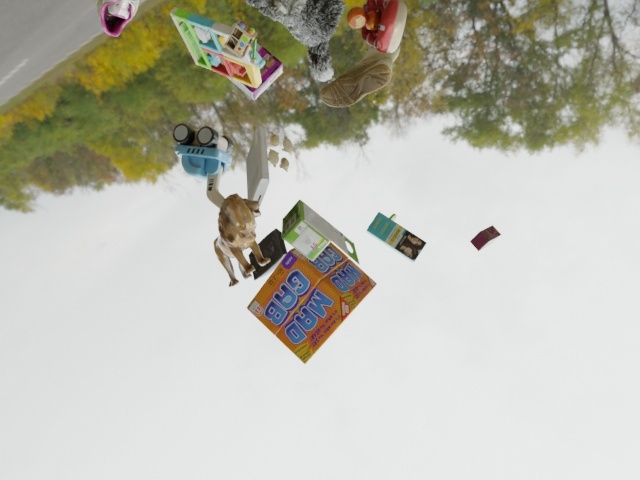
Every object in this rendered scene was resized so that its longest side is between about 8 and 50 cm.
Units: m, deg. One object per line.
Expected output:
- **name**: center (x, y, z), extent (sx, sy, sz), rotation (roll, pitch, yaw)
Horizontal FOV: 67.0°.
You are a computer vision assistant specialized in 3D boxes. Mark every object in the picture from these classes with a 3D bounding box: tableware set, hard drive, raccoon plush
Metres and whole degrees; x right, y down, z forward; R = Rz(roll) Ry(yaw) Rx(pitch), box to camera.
- **tableware set**: center (-0.174, -0.382, 2.077), extent (0.020, 0.141, 0.169), rotation (-7, -110, 37)
- **hard drive**: center (-0.291, -0.320, 2.209), extent (0.233, 0.047, 0.353), rotation (119, -29, -44)
- **raccoon plush**: center (-0.066, -0.694, 1.617), extent (0.216, 0.447, 0.299), rotation (16, -131, 39)
- **hard drive**: center (-0.260, 0.074, 2.407), extent (0.254, 0.054, 0.172), rotation (-41, -127, 34)

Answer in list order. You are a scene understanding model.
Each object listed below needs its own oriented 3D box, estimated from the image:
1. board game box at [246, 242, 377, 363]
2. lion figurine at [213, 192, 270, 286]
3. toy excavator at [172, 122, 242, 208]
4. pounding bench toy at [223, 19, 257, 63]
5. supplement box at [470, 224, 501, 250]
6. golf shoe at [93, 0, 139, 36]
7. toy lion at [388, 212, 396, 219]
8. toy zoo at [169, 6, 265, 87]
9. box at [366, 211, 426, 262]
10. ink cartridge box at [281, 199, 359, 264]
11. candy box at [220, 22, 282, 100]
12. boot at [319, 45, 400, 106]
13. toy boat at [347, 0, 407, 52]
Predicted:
- **board game box**: center (-0.030, 0.245, 2.152), extent (0.357, 0.356, 0.356), rotation (-52, 170, 23)
- **lion figurine**: center (-0.295, 0.013, 1.626), extent (0.142, 0.240, 0.392), rotation (-31, 177, -38)
- **toy excavator**: center (-0.583, -0.362, 2.574), extent (0.432, 0.446, 0.222), rotation (9, 179, 17)
- **pounding bench toy**: center (-0.172, -0.465, 1.134), extent (0.065, 0.083, 0.052), rotation (-49, -160, 28)
- **supplement box**: center (0.517, -0.007, 1.512), extent (0.083, 0.043, 0.055), rotation (-19, 155, -42)
- **golf shoe**: center (-0.497, -0.663, 1.260), extent (0.306, 0.115, 0.140), rotation (-33, -121, 41)
- **toy lion**: center (0.338, -0.092, 2.377), extent (0.096, 0.034, 0.100), rotation (-56, 160, 14)
- **toy zoo**: center (-0.279, -0.540, 1.377), extent (0.293, 0.192, 0.030), rotation (28, -108, 21)
- **box**: center (0.323, -0.013, 2.066), extent (0.101, 0.244, 0.060), rotation (-56, 173, -3)
- **ink cartridge box**: center (0.000, 0.000, 1.604), extent (0.097, 0.255, 0.189), rotation (-47, -163, 15)
- **candy box**: center (-0.273, -0.645, 1.746), extent (0.159, 0.233, 0.071), rotation (-47, 177, -10)
- **boot**: center (0.132, -0.551, 1.590), extent (0.261, 0.095, 0.204), rotation (-16, -142, 37)
- **toy boat**: center (0.150, -0.641, 1.407), extent (0.150, 0.151, 0.231), rotation (-1, -146, -19)
